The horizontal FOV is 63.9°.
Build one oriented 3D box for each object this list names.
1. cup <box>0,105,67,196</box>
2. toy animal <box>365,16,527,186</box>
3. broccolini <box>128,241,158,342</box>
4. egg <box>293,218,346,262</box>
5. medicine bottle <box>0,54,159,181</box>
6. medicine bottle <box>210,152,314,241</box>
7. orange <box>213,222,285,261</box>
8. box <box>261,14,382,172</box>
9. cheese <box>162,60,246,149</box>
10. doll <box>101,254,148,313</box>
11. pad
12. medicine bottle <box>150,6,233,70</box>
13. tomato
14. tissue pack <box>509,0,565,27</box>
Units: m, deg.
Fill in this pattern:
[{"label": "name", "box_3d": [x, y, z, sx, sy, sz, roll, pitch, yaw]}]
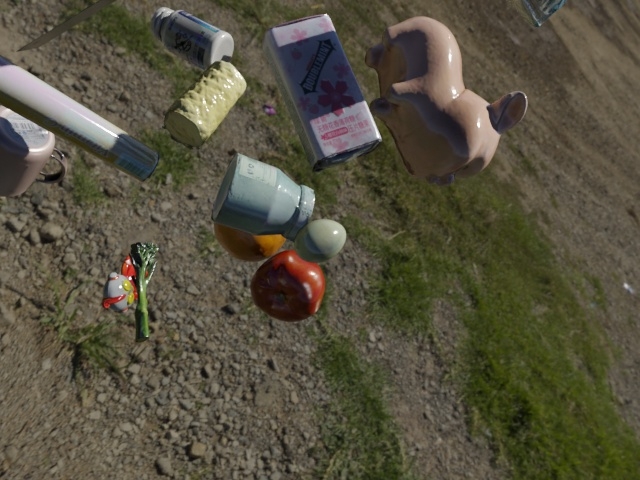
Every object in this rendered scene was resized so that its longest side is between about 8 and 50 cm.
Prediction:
[{"label": "cup", "box_3d": [-0.834, -0.243, 1.434, 0.252, 0.200, 0.192, 25, 44, -42]}, {"label": "toy animal", "box_3d": [0.222, -0.267, 1.007, 0.269, 0.237, 0.327, 1, 82, -21]}, {"label": "broccolini", "box_3d": [-0.197, 0.055, 0.581, 0.035, 0.030, 0.140, -7, 46, -16]}, {"label": "egg", "box_3d": [0.000, 0.000, 1.382, 0.152, 0.114, 0.114, -22, 79, -26]}, {"label": "medicine bottle", "box_3d": [-0.580, -0.274, 1.190, 0.426, 0.108, 0.108, 34, 43, -43]}, {"label": "medicine bottle", "box_3d": [-0.188, -0.128, 1.715, 0.289, 0.245, 0.245, 20, 50, -19]}, {"label": "orange", "box_3d": [-0.282, -0.067, 2.092, 0.312, 0.312, 0.312, 23, 50, -31]}, {"label": "box", "box_3d": [0.004, -0.370, 1.301, 0.190, 0.112, 0.370, -22, 84, -14]}, {"label": "cheese", "box_3d": [-0.235, -0.278, 1.052, 0.093, 0.123, 0.167, 38, 63, -12]}, {"label": "doll", "box_3d": [-0.562, 0.129, 1.478, 0.245, 0.076, 0.143, -79, 161, -69]}, {"label": "pad", "box_3d": [-0.393, -0.400, 0.882, 0.009, 0.264, 0.159, 58, -2, -28]}, {"label": "medicine bottle", "box_3d": [-0.320, -0.499, 1.270, 0.191, 0.107, 0.107, 30, 41, 10]}, {"label": "tomato", "box_3d": [-0.119, 0.177, 2.004, 0.298, 0.298, 0.226, 45, 25, -10]}, {"label": "tissue pack", "box_3d": [0.501, -0.675, 1.290, 0.201, 0.124, 0.271, 53, 29, 20]}]
